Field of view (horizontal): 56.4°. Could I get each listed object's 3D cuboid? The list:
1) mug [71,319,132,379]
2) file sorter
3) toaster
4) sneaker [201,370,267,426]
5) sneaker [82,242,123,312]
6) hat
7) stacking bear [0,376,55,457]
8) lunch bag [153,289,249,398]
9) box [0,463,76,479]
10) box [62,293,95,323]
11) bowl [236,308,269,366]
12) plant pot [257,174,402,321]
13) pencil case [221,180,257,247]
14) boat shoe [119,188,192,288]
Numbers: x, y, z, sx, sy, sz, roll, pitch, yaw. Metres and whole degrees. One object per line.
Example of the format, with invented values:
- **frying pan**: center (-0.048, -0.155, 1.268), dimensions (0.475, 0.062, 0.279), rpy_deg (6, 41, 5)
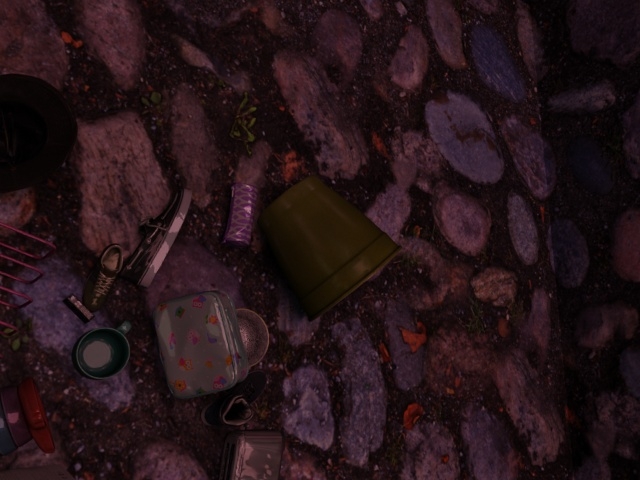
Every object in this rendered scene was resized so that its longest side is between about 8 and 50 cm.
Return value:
- **mug**: center (-0.554, 0.287, 1.531), dimensions (0.158, 0.097, 0.129), rpy_deg (-15, 85, -36)
- **file sorter**: center (-0.766, 0.115, 1.375), dimensions (0.182, 0.202, 0.290), rpy_deg (28, 64, -26)
- **toaster**: center (-0.193, 0.629, 1.661), dimensions (0.147, 0.129, 0.226), rpy_deg (16, 72, -25)
- **sneaker**: center (-0.209, 0.443, 1.677), dimensions (0.226, 0.163, 0.086), rpy_deg (-35, 96, -36)
- **sneaker**: center (-0.572, 0.092, 1.577), dimensions (0.064, 0.086, 0.192), rpy_deg (25, 65, -26)
- **hat**: center (-0.781, -0.250, 1.503), dimensions (0.332, 0.134, 0.331), rpy_deg (3, 75, -13)
- **stacking bear**: center (-0.769, 0.428, 1.321), dimensions (0.289, 0.175, 0.164), rpy_deg (-18, 47, -25)
- **lunch bag**: center (-0.316, 0.281, 1.615), dimensions (0.108, 0.224, 0.279), rpy_deg (8, 67, -78)
- **box**: center (-0.708, 0.618, 1.246), dimensions (0.345, 0.168, 0.214), rpy_deg (10, 86, -40)
- **box**: center (-0.622, 0.176, 1.534), dimensions (0.083, 0.067, 0.018), rpy_deg (49, 57, -12)
- **bowl**: center (-0.243, 0.289, 1.744), dimensions (0.170, 0.080, 0.170), rpy_deg (9, 72, -31)
- **plant pot**: center (0.000, 0.000, 1.848), dimensions (0.366, 0.366, 0.353), rpy_deg (-37, 86, -34)
- **pencil case**: center (-0.247, -0.080, 1.834), dimensions (0.088, 0.086, 0.206), rpy_deg (21, 66, -41)
- **boat shoe**: center (-0.461, -0.023, 1.668), dimensions (0.105, 0.113, 0.306), rpy_deg (29, 79, -18)
